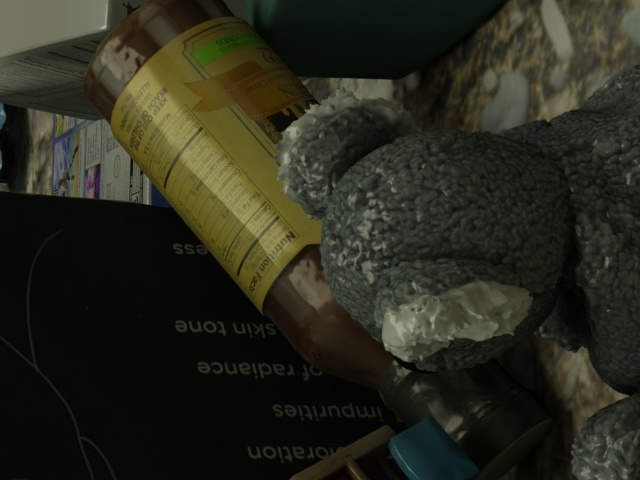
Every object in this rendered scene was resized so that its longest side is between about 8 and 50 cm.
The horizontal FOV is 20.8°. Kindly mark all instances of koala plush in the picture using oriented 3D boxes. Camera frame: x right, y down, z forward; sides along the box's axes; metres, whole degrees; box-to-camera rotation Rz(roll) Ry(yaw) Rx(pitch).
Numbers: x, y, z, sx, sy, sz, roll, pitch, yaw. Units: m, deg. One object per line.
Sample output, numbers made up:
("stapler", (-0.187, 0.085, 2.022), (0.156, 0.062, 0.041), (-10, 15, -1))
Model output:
("koala plush", (0.095, 0.001, 0.838), (0.203, 0.221, 0.196), (-66, 32, 32))

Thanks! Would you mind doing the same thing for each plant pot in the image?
("plant pot", (0.032, -0.209, 1.079), (0.234, 0.165, 0.166), (117, 147, -53))

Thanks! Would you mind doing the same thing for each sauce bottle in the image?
("sauce bottle", (0.000, 0.000, 1.029), (0.344, 0.111, 0.111), (49, 135, 16))

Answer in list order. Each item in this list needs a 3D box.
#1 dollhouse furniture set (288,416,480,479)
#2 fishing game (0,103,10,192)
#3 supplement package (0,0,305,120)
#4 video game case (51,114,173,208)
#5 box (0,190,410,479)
("dollhouse furniture set", (0.051, 0.168, 0.878), (0.184, 0.129, 0.129), (48, 143, 25))
("fishing game", (-0.374, -0.102, 1.988), (0.189, 0.041, 0.264), (-116, 32, -47))
("supplement package", (-0.164, -0.217, 1.340), (0.262, 0.198, 0.199), (-6, 79, 45))
("video game case", (-0.173, -0.116, 1.564), (0.244, 0.061, 0.269), (-16, 71, 60))
("box", (-0.158, 0.240, 1.012), (0.297, 0.480, 0.472), (-60, 36, 42))
